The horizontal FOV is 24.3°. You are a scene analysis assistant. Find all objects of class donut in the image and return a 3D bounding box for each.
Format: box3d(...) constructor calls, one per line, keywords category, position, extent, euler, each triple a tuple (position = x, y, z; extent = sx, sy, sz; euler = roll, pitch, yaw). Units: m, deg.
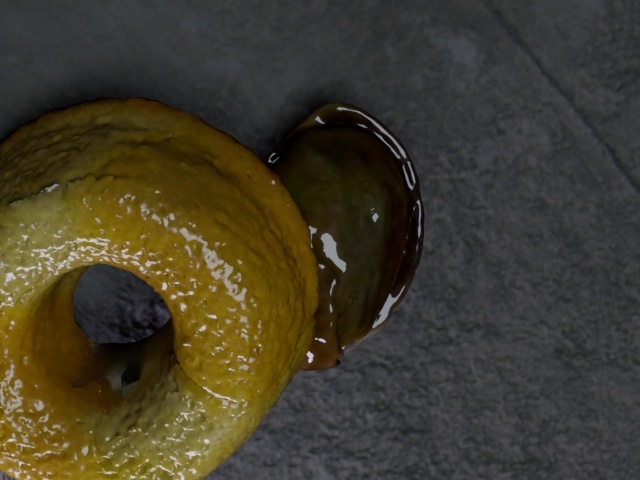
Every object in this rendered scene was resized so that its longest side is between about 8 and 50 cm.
box3d(category="donut", position=(-0.149, 0.055, 1.048), extent=(0.302, 0.110, 0.303), euler=(3, 112, 8))

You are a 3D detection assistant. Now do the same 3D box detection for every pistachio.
box3d(category="pistachio", position=(0.000, 0.000, 1.128), extent=(0.165, 0.130, 0.210), euler=(12, 97, -19))

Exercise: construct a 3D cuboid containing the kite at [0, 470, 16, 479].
box3d(category="kite", position=(-0.348, 0.211, 1.154), extent=(0.335, 0.011, 0.314), euler=(32, 97, -25))
